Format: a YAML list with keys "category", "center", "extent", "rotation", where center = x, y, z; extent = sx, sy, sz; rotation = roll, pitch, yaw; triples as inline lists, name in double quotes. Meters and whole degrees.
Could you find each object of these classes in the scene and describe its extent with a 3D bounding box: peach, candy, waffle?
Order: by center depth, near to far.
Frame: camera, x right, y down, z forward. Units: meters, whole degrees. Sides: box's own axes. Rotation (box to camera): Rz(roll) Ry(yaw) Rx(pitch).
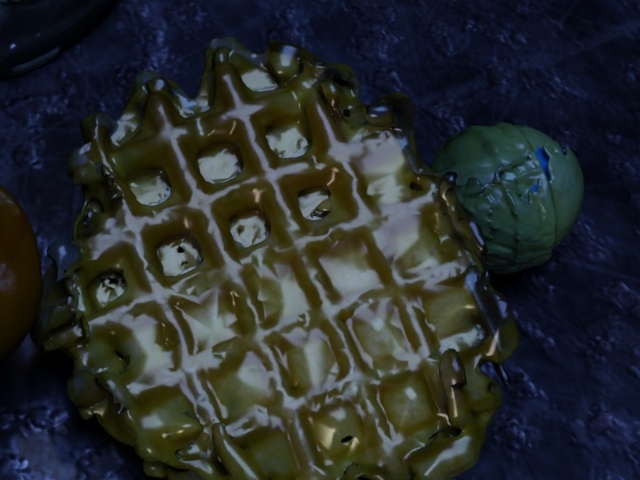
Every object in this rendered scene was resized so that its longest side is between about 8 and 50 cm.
- category: "peach"
  center: [-0.214, 0.019, 0.880]
  extent: [0.138, 0.138, 0.138]
  rotation: [7, 55, -10]
- category: "waffle"
  center: [-0.021, 0.017, 0.926]
  extent: [0.281, 0.060, 0.262]
  rotation: [21, 75, 4]
- category: "candy"
  center: [0.000, 0.000, 0.993]
  extent: [0.336, 0.092, 0.093]
  rotation: [-14, 97, -14]

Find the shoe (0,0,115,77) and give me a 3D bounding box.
- category: "shoe"
  center: [-0.237, -0.170, 0.992]
  extent: [0.293, 0.149, 0.109]
  rotation: [-24, 64, -26]
